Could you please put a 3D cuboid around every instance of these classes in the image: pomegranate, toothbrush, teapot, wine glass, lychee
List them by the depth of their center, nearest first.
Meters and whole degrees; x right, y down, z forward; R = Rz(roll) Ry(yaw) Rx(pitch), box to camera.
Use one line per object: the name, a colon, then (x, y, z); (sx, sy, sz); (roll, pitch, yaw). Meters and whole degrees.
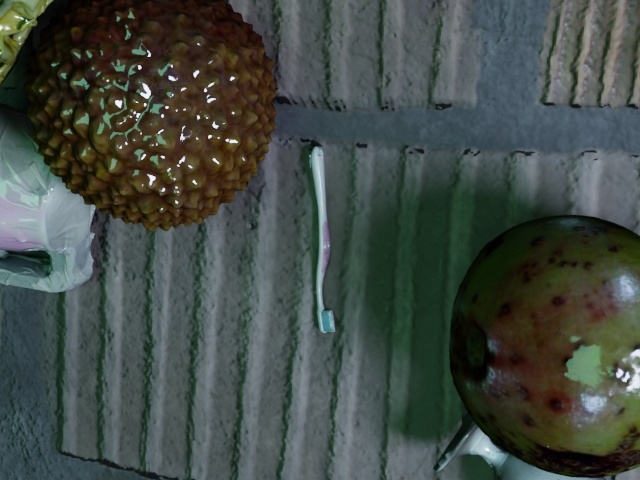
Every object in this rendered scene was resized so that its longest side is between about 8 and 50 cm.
pomegranate: (0.258, 0.071, 0.824); (0.242, 0.306, 0.242); (43, 148, 36)
wine glass: (0.223, 0.251, 0.893); (0.222, 0.103, 0.103); (38, 106, 10)
lychee: (-0.167, -0.141, 0.905); (0.268, 0.267, 0.267); (2, 96, 19)
toothbrush: (0.000, 0.000, 0.990); (0.022, 0.017, 0.204); (-1, 95, 30)
teapot: (-0.347, -0.035, 1.035); (0.178, 0.163, 0.221); (18, 102, 13)

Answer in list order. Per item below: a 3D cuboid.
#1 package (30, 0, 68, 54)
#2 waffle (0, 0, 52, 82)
package: (-0.272, -0.260, 1.055); (0.166, 0.040, 0.231); (-4, 101, 22)
waffle: (-0.312, -0.232, 0.919); (0.073, 0.317, 0.297); (33, 130, -23)
